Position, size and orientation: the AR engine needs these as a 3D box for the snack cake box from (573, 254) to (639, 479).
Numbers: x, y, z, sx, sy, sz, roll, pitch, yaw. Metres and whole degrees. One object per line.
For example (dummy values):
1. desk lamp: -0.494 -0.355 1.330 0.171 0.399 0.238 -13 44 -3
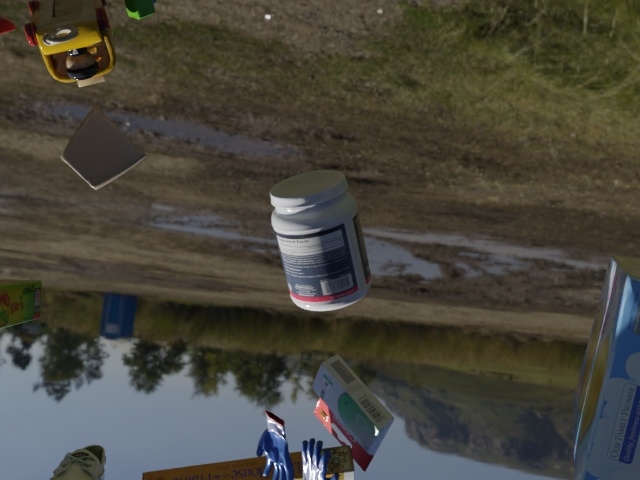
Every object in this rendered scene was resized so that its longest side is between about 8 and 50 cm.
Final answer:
1. snack cake box: 0.256 0.097 0.560 0.089 0.152 0.264 12 -174 18

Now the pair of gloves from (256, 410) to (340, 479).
1. pair of gloves: -0.046 0.409 1.337 0.198 0.159 0.023 23 -147 35

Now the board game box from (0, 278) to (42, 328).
1. board game box: -0.346 0.062 0.699 0.092 0.043 0.181 1 180 -2

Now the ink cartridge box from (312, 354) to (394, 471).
1. ink cartridge box: 0.049 0.372 1.510 0.056 0.181 0.225 -23 146 -37

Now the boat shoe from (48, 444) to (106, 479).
1. boat shoe: -0.359 0.343 1.061 0.083 0.076 0.226 10 171 -11

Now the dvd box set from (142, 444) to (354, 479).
1. dvd box set: -0.137 0.550 1.540 0.419 0.062 0.308 -6 140 -4

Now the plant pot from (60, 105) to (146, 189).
1. plant pot: -0.356 -0.140 1.176 0.109 0.096 0.109 45 171 -15

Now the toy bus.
1. toy bus: -0.315 -0.256 0.948 0.190 0.202 0.105 13 132 28

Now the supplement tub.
1. supplement tub: 0.000 0.000 1.607 0.191 0.272 0.191 -11 -158 4
